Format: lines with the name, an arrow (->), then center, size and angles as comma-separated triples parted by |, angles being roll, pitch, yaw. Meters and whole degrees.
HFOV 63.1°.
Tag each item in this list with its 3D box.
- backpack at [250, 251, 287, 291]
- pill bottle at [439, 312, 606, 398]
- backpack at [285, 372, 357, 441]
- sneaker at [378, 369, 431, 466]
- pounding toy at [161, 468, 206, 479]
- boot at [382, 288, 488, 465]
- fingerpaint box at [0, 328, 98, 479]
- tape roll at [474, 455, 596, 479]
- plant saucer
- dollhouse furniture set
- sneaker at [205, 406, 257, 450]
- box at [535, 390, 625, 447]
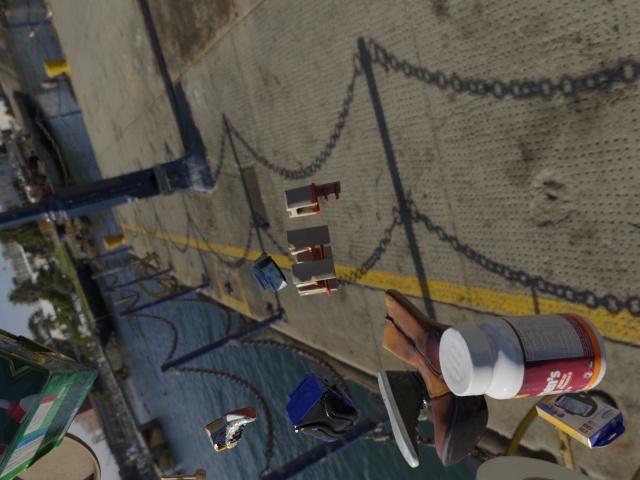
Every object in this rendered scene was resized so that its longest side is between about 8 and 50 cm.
backpack -> -0.165, 0.109, 1.638 | 0.114, 0.084, 0.105 | 56, 170, -17
pill bottle -> 0.304, 0.176, 0.795 | 0.121, 0.221, 0.121 | 178, 90, -76
backpack -> 0.007, 0.311, 0.982 | 0.120, 0.098, 0.101 | 37, -171, -32
sneaker -> 0.269, 0.484, 1.479 | 0.296, 0.146, 0.105 | -105, 9, -48
pounding toy -> -0.405, 0.764, 1.544 | 0.181, 0.206, 0.094 | 5, 92, 22
boot -> 0.198, 0.263, 1.035 | 0.280, 0.096, 0.264 | 27, 124, 58
fingerpaint box -> -0.558, 0.186, 0.759 | 0.371, 0.163, 0.445 | 26, 161, -8
tape roll -> 0.530, 0.609, 1.143 | 0.392, 0.392, 0.072 | 21, 104, 56
plant saucer -> -0.722, 0.604, 1.377 | 0.041, 0.277, 0.278 | -110, 11, -69
dollhouse furniture set -> 0.000, 0.000, 1.231 | 0.262, 0.135, 0.259 | 76, -175, -78
sneaker -> -0.256, 0.563, 1.561 | 0.225, 0.088, 0.093 | -42, 62, 37
box -> 0.464, 0.311, 0.926 | 0.028, 0.081, 0.136 | 64, 165, -17
